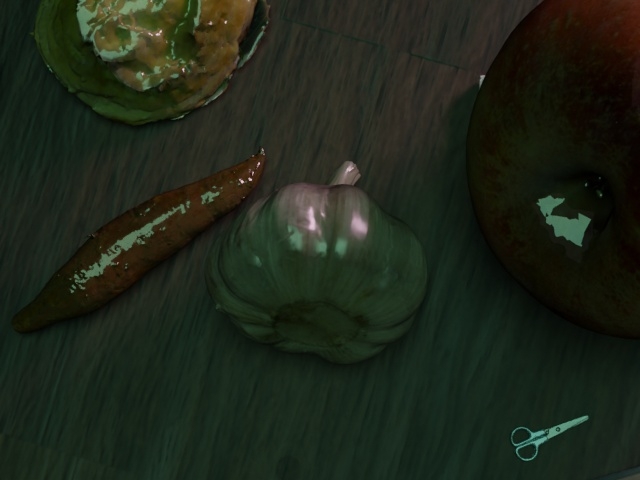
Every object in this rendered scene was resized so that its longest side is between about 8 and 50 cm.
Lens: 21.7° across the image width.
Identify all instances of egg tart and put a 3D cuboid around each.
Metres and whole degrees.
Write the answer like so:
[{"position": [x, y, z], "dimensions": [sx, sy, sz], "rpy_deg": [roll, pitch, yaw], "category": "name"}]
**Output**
[{"position": [-0.179, -0.241, 1.730], "dimensions": [0.252, 0.098, 0.231], "rpy_deg": [-17, 84, -5], "category": "egg tart"}]

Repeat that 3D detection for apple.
[{"position": [0.311, -0.086, 1.577], "dimensions": [0.348, 0.348, 0.277], "rpy_deg": [50, 44, 8], "category": "apple"}]

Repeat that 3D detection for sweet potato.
[{"position": [-0.185, -0.003, 1.702], "dimensions": [0.314, 0.066, 0.072], "rpy_deg": [-38, 122, -5], "category": "sweet potato"}]

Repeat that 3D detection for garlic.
[{"position": [0.000, 0.000, 1.653], "dimensions": [0.219, 0.218, 0.212], "rpy_deg": [6, 52, 3], "category": "garlic"}]

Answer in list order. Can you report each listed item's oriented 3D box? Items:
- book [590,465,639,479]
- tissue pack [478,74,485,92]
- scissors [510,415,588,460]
[{"position": [0.251, 0.319, 1.596], "dimensions": [0.283, 0.025, 0.215], "rpy_deg": [-17, 42, -1], "category": "book"}, {"position": [0.188, -0.117, 1.728], "dimensions": [0.056, 0.023, 0.108], "rpy_deg": [5, 81, 3], "category": "tissue pack"}, {"position": [0.232, 0.194, 1.684], "dimensions": [0.083, 0.006, 0.036], "rpy_deg": [-22, 83, -2], "category": "scissors"}]
